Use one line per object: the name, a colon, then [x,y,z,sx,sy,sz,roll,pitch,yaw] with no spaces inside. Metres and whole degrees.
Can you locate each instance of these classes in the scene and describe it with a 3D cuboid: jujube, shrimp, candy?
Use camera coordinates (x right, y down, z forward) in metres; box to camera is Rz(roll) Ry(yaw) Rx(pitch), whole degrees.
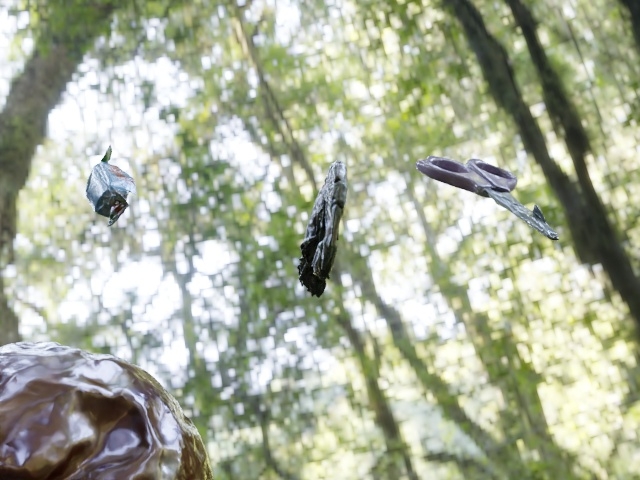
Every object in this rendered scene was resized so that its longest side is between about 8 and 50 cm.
jujube: [-0.251,0.228,1.115,0.276,0.377,0.276,16,-58,27]
shrimp: [0.000,0.000,1.348,0.034,0.091,0.161,11,-53,-3]
candy: [-0.121,-0.032,0.812,0.020,0.083,0.030,23,-78,-23]

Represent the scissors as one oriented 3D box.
scissors: [0.173,-0.044,1.341,0.110,0.212,0.021,5,-72,-24]
